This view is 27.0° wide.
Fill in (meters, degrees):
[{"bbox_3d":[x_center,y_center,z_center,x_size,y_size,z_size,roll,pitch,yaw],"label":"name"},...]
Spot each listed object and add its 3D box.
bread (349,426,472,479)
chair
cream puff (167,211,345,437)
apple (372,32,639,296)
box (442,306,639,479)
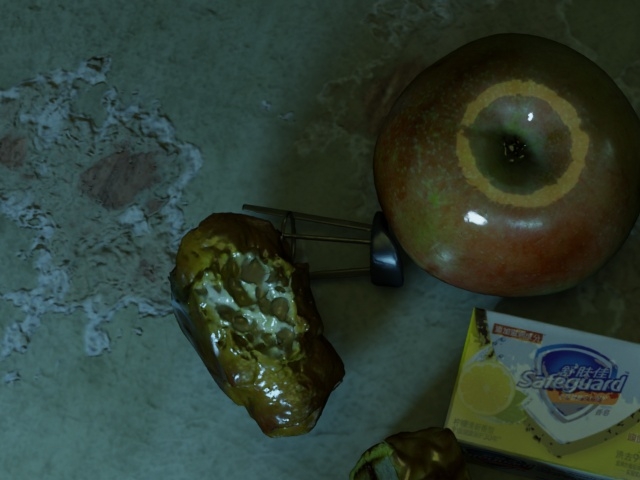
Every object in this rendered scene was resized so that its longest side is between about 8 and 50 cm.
[{"bbox_3d":[0.117,0.316,1.458,0.096,0.181,0.222,-10,66,-22],"label":"bread"},{"bbox_3d":[0.000,0.001,1.639,0.222,0.104,0.095,6,53,12],"label":"chair"},{"bbox_3d":[-0.080,0.094,1.529,0.155,0.241,0.268,-21,107,-15],"label":"cream puff"},{"bbox_3d":[0.219,-0.089,1.540,0.319,0.277,0.319,-1,70,3],"label":"apple"},{"bbox_3d":[0.282,0.191,1.525,0.265,0.097,0.168,14,72,12],"label":"box"}]
